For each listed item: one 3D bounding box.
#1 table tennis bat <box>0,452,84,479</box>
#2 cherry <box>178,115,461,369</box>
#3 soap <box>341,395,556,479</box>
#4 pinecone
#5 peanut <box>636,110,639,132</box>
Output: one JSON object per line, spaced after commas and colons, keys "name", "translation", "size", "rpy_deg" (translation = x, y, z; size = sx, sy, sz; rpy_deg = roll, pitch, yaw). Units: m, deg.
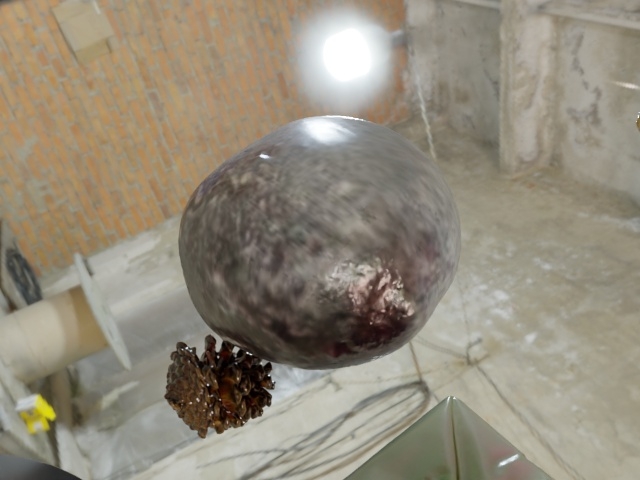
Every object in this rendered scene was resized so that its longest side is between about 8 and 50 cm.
{"name": "table tennis bat", "translation": [-0.140, 0.107, 0.263], "size": [0.156, 0.013, 0.087], "rpy_deg": [30, 3, -45]}
{"name": "cherry", "translation": [0.000, 0.000, 0.622], "size": [0.296, 0.255, 0.218], "rpy_deg": [25, -45, 61]}
{"name": "soap", "translation": [0.086, 0.214, 0.304], "size": [0.182, 0.138, 0.199], "rpy_deg": [31, -33, 54]}
{"name": "pinecone", "translation": [-0.098, 0.145, 0.654], "size": [0.109, 0.102, 0.102], "rpy_deg": [21, 13, -33]}
{"name": "peanut", "translation": [0.512, -0.140, 0.902], "size": [0.174, 0.080, 0.080], "rpy_deg": [36, -28, 31]}
